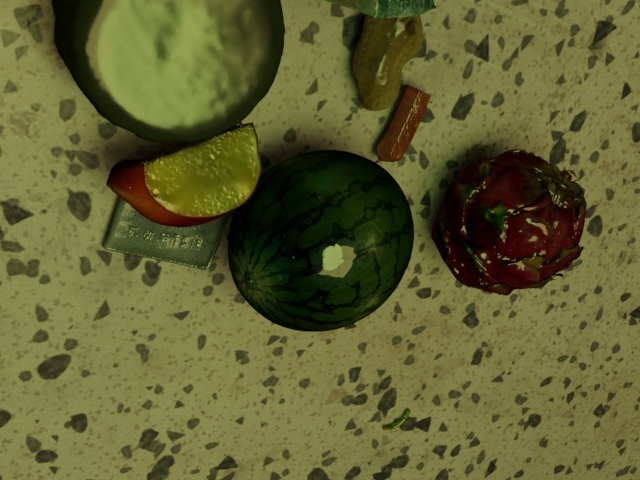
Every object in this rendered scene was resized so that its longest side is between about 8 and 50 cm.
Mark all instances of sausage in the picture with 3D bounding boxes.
[{"bbox_3d":[0.164,-0.226,1.815,0.065,0.065,0.169,16,105,-35],"label":"sausage"}]

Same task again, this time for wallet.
[{"bbox_3d":[-0.279,-0.037,1.676,0.222,0.036,0.167,13,107,-34],"label":"wallet"}]

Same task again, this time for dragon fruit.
[{"bbox_3d":[0.395,-0.035,1.903,0.329,0.329,0.329,-13,120,-24],"label":"dragon fruit"}]

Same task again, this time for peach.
[{"bbox_3d":[-0.236,-0.097,1.558,0.267,0.159,0.153,-26,101,-29],"label":"peach"}]

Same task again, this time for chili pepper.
[{"bbox_3d":[0.187,0.440,2.197,0.083,0.017,0.030,-38,118,-10],"label":"chili pepper"}]

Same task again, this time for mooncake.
[{"bbox_3d":[-0.244,-0.343,1.445,0.356,0.194,0.356,-11,115,-24],"label":"mooncake"}]

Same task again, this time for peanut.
[{"bbox_3d":[0.126,-0.356,1.700,0.120,0.110,0.236,-11,121,-40],"label":"peanut"}]

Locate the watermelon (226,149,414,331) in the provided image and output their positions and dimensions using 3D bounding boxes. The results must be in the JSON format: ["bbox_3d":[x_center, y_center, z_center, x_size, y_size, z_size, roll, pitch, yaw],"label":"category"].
[{"bbox_3d":[0.000,0.000,1.672,0.363,0.363,0.363,-13,120,-24],"label":"watermelon"}]

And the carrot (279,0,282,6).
[{"bbox_3d":[-0.113,-0.474,1.543,0.057,0.057,0.224,-38,130,-8],"label":"carrot"}]

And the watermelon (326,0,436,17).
[{"bbox_3d":[0.034,-0.510,1.517,0.258,0.387,0.228,-29,167,36],"label":"watermelon"}]
